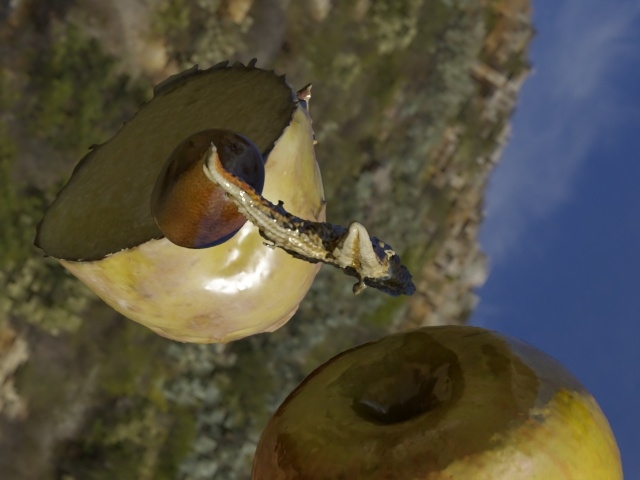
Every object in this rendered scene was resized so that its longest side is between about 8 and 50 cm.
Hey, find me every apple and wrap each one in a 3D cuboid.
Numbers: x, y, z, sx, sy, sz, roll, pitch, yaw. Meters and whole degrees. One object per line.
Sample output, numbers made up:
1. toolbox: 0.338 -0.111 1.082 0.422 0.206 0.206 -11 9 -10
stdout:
1. apple: 0.091 0.199 1.306 0.286 0.233 0.286 -18 -154 9

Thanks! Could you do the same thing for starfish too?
1. starfish: -0.002 0.001 1.262 0.050 0.138 0.247 -60 165 -6

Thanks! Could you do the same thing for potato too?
1. potato: -0.101 -0.006 1.742 0.301 0.237 0.289 -46 -146 -15

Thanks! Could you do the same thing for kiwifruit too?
1. kiwifruit: -0.084 -0.037 1.272 0.124 0.075 0.075 130 -23 -53
